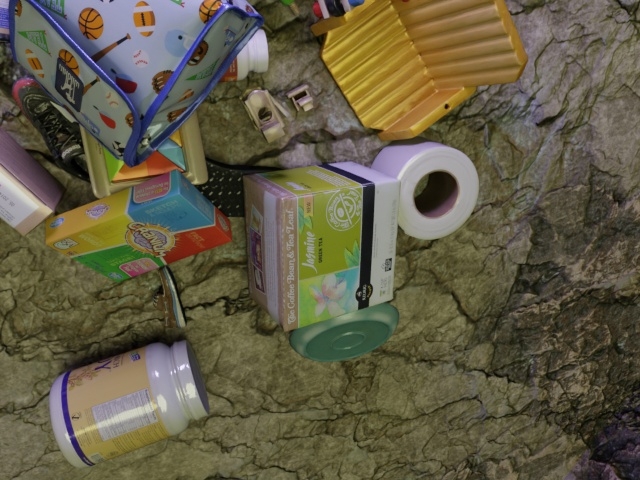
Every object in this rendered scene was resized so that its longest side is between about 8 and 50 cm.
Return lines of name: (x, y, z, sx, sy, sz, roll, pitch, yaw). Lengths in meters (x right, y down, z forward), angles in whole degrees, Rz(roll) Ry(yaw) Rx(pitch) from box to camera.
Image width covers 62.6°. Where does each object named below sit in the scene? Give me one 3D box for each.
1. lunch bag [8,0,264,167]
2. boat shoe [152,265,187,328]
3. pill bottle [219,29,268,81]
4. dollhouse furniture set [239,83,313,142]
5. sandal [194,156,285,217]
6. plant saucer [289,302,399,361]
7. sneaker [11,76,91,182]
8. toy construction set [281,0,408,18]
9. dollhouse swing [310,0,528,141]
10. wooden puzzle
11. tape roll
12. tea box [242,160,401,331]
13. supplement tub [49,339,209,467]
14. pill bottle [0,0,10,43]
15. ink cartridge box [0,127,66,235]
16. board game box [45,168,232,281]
lunch bag: (-0.360, -0.373, 0.973, 0.328, 0.239, 0.385, 45, 110, -2)
boat shoe: (-0.397, 0.153, 1.356, 0.066, 0.066, 0.183, -13, 114, -10)
pill bottle: (-0.230, -0.410, 1.159, 0.216, 0.121, 0.121, -8, 112, -13)
dollhouse furniture set: (-0.087, -0.320, 1.204, 0.161, 0.182, 0.101, -29, 116, -4)
sandal: (-0.271, -0.132, 1.278, 0.446, 0.107, 0.167, 8, 107, -33)
plant saucer: (0.072, 0.265, 1.465, 0.318, 0.043, 0.317, -11, 146, -7)
sneaker: (-0.545, -0.228, 1.127, 0.098, 0.135, 0.276, -36, 115, 1)
toy construction set: (0.045, -0.607, 1.046, 0.257, 0.309, 0.237, -48, 136, -5)
dollhouse swing: (0.219, -0.416, 1.195, 0.315, 0.305, 0.346, -37, 117, -1)
wooden puzzle: (-0.373, -0.213, 1.112, 0.239, 0.044, 0.220, -11, 94, -15)
tape roll: (0.267, -0.142, 1.389, 0.246, 0.169, 0.246, -6, 111, -15)
tea box: (0.000, 0.000, 1.295, 0.324, 0.220, 0.328, -13, 115, -27)
supplement tub: (-0.472, 0.401, 1.332, 0.332, 0.241, 0.240, -18, 114, -10)
pill bottle: (-0.647, -0.498, 0.998, 0.123, 0.123, 0.219, 5, 108, -19)
ink cartridge box: (-0.659, -0.141, 1.092, 0.088, 0.193, 0.234, -40, 116, 0)
board game box: (-0.394, -0.022, 1.176, 0.317, 0.064, 0.242, -19, 151, 10)
